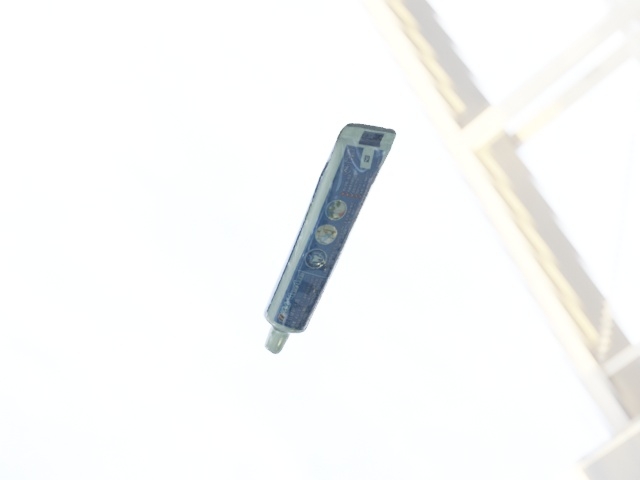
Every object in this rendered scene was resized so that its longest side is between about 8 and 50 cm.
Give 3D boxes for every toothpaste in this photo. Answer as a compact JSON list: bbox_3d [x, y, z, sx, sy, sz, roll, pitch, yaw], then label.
[{"bbox_3d":[0.000,0.000,1.486,0.057,0.197,0.035,5,-154,-43],"label":"toothpaste"}]
